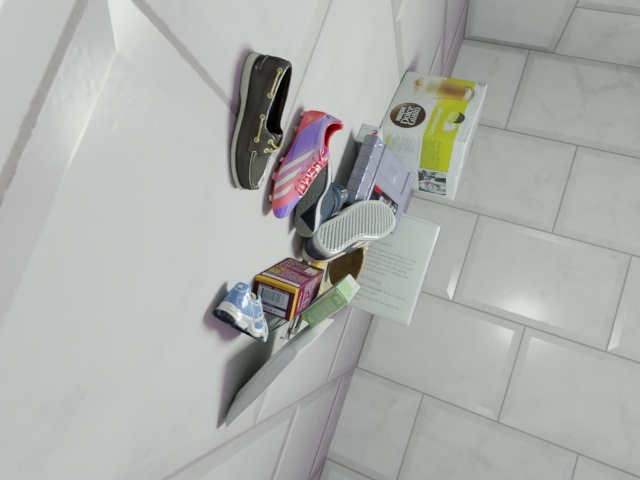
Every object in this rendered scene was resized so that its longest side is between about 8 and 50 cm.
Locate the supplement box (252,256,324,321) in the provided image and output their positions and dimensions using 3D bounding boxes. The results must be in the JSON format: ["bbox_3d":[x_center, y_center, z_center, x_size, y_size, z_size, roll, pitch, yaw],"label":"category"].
[{"bbox_3d":[-0.074,0.111,1.055,0.188,0.104,0.081,-29,135,-68],"label":"supplement box"}]

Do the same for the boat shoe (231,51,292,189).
[{"bbox_3d":[-0.096,-0.185,0.734,0.081,0.068,0.228,-41,145,-61],"label":"boat shoe"}]

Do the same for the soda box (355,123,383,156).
[{"bbox_3d":[0.171,-0.300,1.512,0.216,0.069,0.074,66,44,-66],"label":"soda box"}]

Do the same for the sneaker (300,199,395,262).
[{"bbox_3d":[0.074,-0.026,1.266,0.321,0.126,0.127,-20,171,-39],"label":"sneaker"}]

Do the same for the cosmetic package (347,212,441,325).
[{"bbox_3d":[0.272,0.078,1.780,0.329,0.327,0.394,-3,110,-74],"label":"cosmetic package"}]

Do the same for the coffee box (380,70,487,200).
[{"bbox_3d":[0.452,-0.432,1.831,0.338,0.334,0.338,77,35,-58],"label":"coffee box"}]

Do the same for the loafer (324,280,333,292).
[{"bbox_3d":[0.030,0.212,1.535,0.268,0.092,0.102,64,46,-68],"label":"loafer"}]

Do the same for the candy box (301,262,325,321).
[{"bbox_3d":[-0.020,0.140,1.319,0.105,0.027,0.206,-54,156,-43],"label":"candy box"}]

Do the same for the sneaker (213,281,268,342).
[{"bbox_3d":[-0.143,0.153,0.912,0.081,0.080,0.211,-64,163,-19],"label":"sneaker"}]

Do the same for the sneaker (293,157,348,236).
[{"bbox_3d":[0.010,-0.137,1.087,0.163,0.086,0.226,-42,155,-45],"label":"sneaker"}]

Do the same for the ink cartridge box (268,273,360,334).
[{"bbox_3d":[-0.015,0.185,1.164,0.235,0.056,0.171,-39,177,15],"label":"ink cartridge box"}]

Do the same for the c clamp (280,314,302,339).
[{"bbox_3d":[-0.066,0.233,1.360,0.137,0.022,0.161,56,54,-70],"label":"c clamp"}]

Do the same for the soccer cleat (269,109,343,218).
[{"bbox_3d":[-0.031,-0.158,0.932,0.083,0.095,0.248,50,59,-71],"label":"soccer cleat"}]

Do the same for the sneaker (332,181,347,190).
[{"bbox_3d":[0.022,-0.108,1.263,0.162,0.063,0.073,-49,171,-47],"label":"sneaker"}]

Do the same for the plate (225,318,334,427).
[{"bbox_3d":[-0.105,0.313,1.117,0.278,0.045,0.277,-48,171,18],"label":"plate"}]

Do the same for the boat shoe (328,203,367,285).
[{"bbox_3d":[0.117,0.011,1.561,0.110,0.121,0.341,-14,119,-71],"label":"boat shoe"}]

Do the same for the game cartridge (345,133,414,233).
[{"bbox_3d":[0.202,-0.166,1.454,0.355,0.068,0.230,26,79,-57],"label":"game cartridge"}]
